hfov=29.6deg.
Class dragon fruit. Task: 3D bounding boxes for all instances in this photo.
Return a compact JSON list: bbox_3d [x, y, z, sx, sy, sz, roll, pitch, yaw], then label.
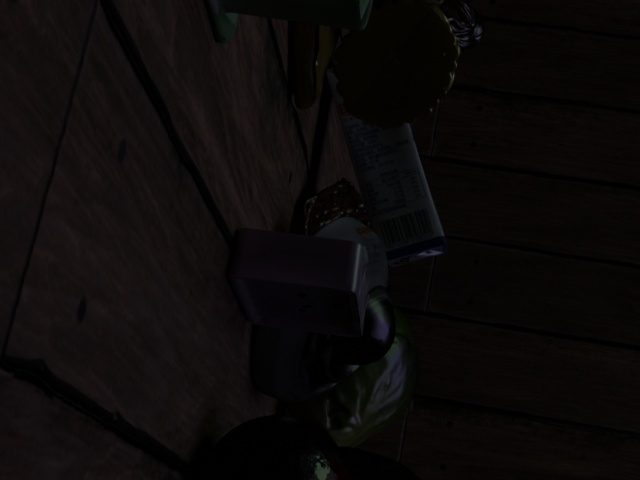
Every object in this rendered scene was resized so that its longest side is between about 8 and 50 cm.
[{"bbox_3d":[-0.002,0.000,1.823,0.127,0.120,0.161,67,-28,20],"label":"dragon fruit"}]

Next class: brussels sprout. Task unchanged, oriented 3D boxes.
[{"bbox_3d":[0.045,0.218,1.965,0.271,0.210,0.219,-57,156,-31],"label":"brussels sprout"}]

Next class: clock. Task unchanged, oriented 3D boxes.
[{"bbox_3d":[-0.020,0.053,1.436,0.197,0.150,0.063,77,21,-69],"label":"clock"}]

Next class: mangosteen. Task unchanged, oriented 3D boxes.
[{"bbox_3d":[-0.038,0.305,1.384,0.216,0.216,0.216,9,90,-82],"label":"mangosteen"}]

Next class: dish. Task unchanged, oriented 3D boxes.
[{"bbox_3d":[0.036,0.118,1.660,0.273,0.134,0.273,-45,150,-35],"label":"dish"}]

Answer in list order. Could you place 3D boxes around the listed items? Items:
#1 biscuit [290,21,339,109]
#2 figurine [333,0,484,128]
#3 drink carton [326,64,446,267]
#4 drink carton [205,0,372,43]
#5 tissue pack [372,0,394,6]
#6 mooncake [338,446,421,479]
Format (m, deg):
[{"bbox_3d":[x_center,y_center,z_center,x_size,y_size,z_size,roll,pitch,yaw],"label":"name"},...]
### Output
[{"bbox_3d":[-0.006,-0.282,1.574,0.183,0.039,0.174,-73,167,-49],"label":"biscuit"},{"bbox_3d":[0.142,-0.304,1.769,0.315,0.168,0.187,-58,160,-59],"label":"figurine"},{"bbox_3d":[0.099,-0.122,1.868,0.130,0.106,0.315,54,19,-82],"label":"drink carton"},{"bbox_3d":[-0.020,-0.260,1.104,0.146,0.142,0.144,74,26,-69],"label":"drink carton"},{"bbox_3d":[0.070,-0.452,1.680,0.316,0.103,0.228,-33,132,-81],"label":"tissue pack"},{"bbox_3d":[0.022,0.390,1.675,0.290,0.290,0.161,-39,132,-79],"label":"mooncake"}]
